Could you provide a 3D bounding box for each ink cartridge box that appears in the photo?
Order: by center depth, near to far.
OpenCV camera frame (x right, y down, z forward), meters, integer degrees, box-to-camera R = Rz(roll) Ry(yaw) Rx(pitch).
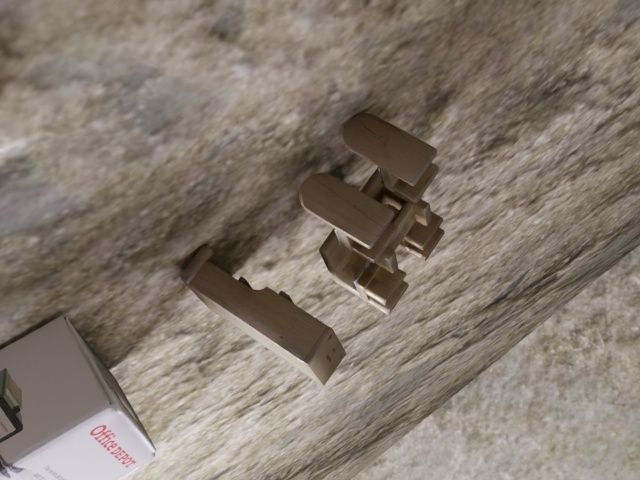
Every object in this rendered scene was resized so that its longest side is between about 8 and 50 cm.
[{"bbox_3d":[-0.322,0.216,0.937,0.272,0.115,0.198,-30,157,-11],"label":"ink cartridge box"}]

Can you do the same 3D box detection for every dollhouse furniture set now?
[{"bbox_3d":[0.000,0.000,0.991,0.242,0.161,0.212,-54,160,-12],"label":"dollhouse furniture set"}]
